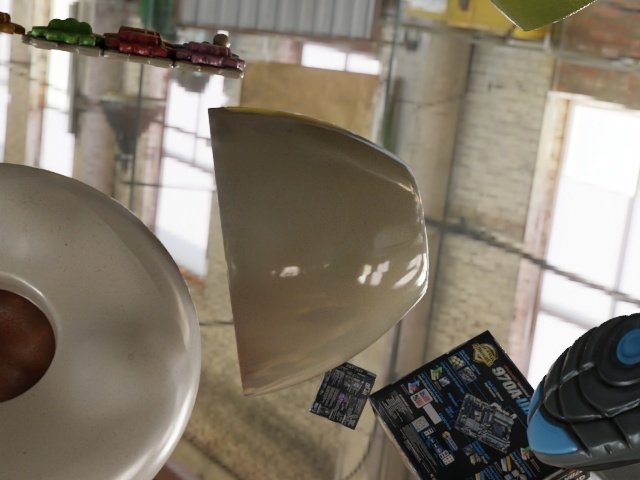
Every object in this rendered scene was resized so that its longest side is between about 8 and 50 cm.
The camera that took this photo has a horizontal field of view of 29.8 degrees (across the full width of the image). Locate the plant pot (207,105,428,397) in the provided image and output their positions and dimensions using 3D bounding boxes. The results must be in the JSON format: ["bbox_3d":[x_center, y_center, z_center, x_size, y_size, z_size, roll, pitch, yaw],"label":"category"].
[{"bbox_3d":[0.000,0.000,1.178,0.191,0.284,0.284,-7,-166,-5],"label":"plant pot"}]

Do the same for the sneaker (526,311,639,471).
[{"bbox_3d":[0.315,0.110,0.893,0.341,0.125,0.139,-26,129,32],"label":"sneaker"}]

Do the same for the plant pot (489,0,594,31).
[{"bbox_3d":[0.241,-0.415,1.457,0.275,0.293,0.275,-29,-168,7],"label":"plant pot"}]

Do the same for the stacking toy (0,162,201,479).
[{"bbox_3d":[-0.307,0.187,1.130,0.351,0.480,0.350,6,-123,-9],"label":"stacking toy"}]

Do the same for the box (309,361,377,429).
[{"bbox_3d":[0.030,0.204,1.605,0.067,0.083,0.018,21,-158,3],"label":"box"}]

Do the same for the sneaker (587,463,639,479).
[{"bbox_3d":[0.403,0.387,1.740,0.296,0.147,0.104,21,-154,34],"label":"sneaker"}]

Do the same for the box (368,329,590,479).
[{"bbox_3d":[0.183,0.230,1.424,0.175,0.051,0.220,-29,-131,-8],"label":"box"}]

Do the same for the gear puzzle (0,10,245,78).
[{"bbox_3d":[-0.258,-0.241,1.402,0.339,0.044,0.175,7,-168,-11],"label":"gear puzzle"}]
